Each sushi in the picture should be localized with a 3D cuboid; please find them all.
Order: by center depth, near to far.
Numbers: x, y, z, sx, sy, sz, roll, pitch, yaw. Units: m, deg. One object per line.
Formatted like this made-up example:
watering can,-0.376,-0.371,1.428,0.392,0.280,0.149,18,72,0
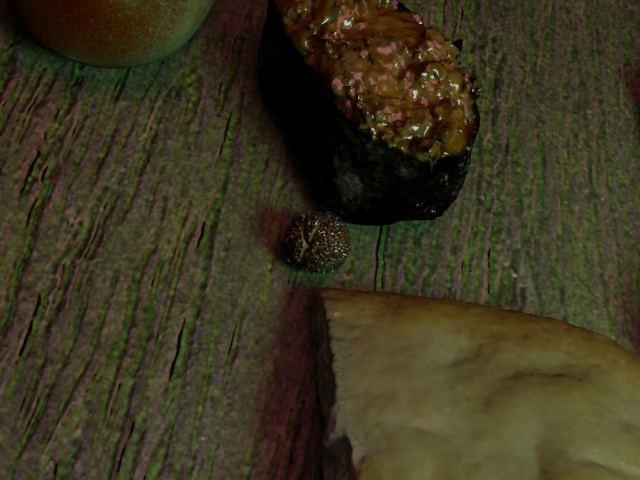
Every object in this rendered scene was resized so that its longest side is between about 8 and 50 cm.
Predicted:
sushi,0.067,-0.189,1.391,0.234,0.207,0.348,-19,61,-26

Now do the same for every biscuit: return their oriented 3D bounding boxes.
biscuit,0.194,0.232,1.158,0.446,0.104,0.429,9,43,-3

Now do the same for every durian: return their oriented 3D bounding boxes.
durian,0.000,0.000,1.322,0.091,0.080,0.080,-20,66,-46

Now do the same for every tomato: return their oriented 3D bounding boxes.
tomato,-0.217,-0.346,1.367,0.239,0.303,0.303,34,52,-15
